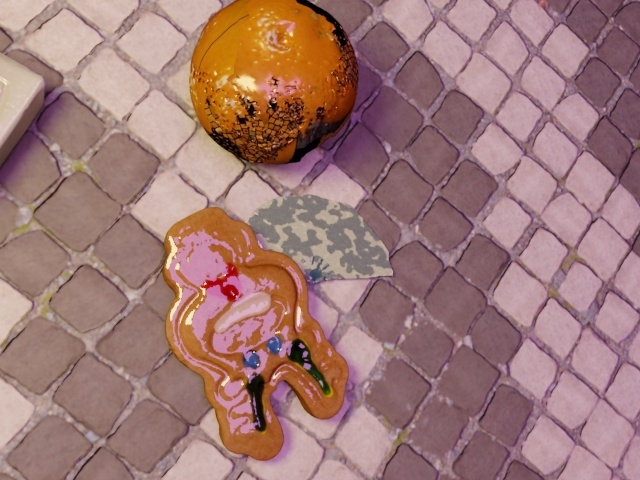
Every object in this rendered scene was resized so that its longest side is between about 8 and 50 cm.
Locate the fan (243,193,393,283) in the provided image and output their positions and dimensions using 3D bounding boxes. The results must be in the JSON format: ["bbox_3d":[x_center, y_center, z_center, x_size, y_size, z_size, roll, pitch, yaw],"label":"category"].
[{"bbox_3d":[0.000,0.000,1.013,0.240,0.009,0.131,15,75,-16],"label":"fan"}]

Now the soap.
[{"bbox_3d":[-0.433,-0.145,0.859,0.121,0.064,0.183,30,71,-10],"label":"soap"}]

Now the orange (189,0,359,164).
[{"bbox_3d":[-0.063,-0.220,0.949,0.234,0.182,0.234,1,76,-6],"label":"orange"}]

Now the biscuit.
[{"bbox_3d":[-0.097,0.115,0.933,0.202,0.047,0.334,-27,90,-19],"label":"biscuit"}]
